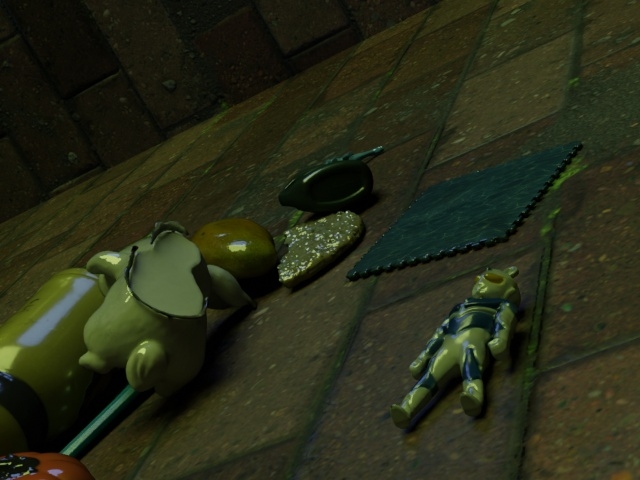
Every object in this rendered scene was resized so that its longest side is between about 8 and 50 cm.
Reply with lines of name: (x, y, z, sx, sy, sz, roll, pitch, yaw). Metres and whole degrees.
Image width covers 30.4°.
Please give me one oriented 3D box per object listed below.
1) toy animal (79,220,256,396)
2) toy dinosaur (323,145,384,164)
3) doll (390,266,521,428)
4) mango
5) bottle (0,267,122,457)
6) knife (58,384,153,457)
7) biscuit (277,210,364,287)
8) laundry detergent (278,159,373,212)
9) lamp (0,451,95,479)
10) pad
toy animal: (-0.204, 0.080, 1.558, 0.154, 0.208, 0.325, -57, -10, 28)
toy dinosaur: (0.028, -0.126, 2.091, 0.197, 0.045, 0.080, -25, 1, -10)
doll: (0.142, 0.092, 1.135, 0.114, 0.057, 0.227, -23, 18, 39)
mango: (-0.130, 0.018, 1.779, 0.136, 0.099, 0.227, -6, 6, -17)
bottle: (-0.391, 0.194, 1.597, 0.171, 0.172, 0.351, -21, 20, 31)
knife: (-0.274, 0.228, 1.535, 0.044, 0.026, 0.296, -18, 22, 48)
biscuit: (0.003, 0.000, 1.746, 0.133, 0.032, 0.250, -26, 14, 9)
laundry detergent: (-0.004, -0.086, 1.919, 0.144, 0.078, 0.221, -19, 7, -15)
lamp: (-0.288, 0.289, 1.104, 0.187, 0.164, 0.187, -5, 7, 1)
pad: (0.191, -0.041, 1.563, 0.269, 0.012, 0.269, -17, 19, 40)
